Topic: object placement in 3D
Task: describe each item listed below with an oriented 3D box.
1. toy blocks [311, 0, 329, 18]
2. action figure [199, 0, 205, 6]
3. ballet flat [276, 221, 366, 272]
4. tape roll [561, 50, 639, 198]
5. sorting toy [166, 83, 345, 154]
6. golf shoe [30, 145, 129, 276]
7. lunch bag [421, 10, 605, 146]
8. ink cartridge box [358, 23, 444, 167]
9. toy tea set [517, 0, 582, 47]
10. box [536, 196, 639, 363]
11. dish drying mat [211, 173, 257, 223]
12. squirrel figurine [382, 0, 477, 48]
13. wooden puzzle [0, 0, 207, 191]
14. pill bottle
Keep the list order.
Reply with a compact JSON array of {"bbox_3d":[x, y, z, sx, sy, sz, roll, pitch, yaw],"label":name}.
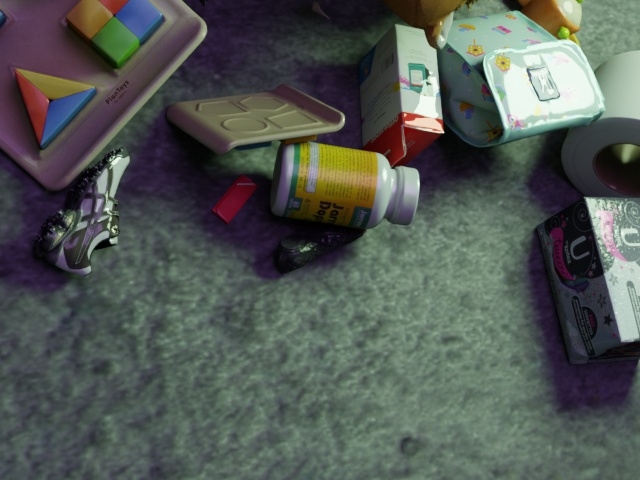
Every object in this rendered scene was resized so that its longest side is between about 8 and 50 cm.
[{"bbox_3d":[-0.079,-0.480,1.634,0.288,0.260,0.309,37,67,-2],"label":"toy blocks"},{"bbox_3d":[-0.304,-0.403,1.554,0.275,0.141,0.164,30,65,-3],"label":"action figure"},{"bbox_3d":[0.000,0.000,1.595,0.173,0.049,0.057,-20,48,-35],"label":"ballet flat"},{"bbox_3d":[0.556,-0.181,1.816,0.246,0.246,0.169,35,58,-9],"label":"tape roll"},{"bbox_3d":[-0.097,-0.176,1.557,0.208,0.193,0.038,-16,121,-28],"label":"sorting toy"},{"bbox_3d":[-0.307,-0.038,1.443,0.094,0.077,0.198,40,64,-19],"label":"golf shoe"},{"bbox_3d":[0.307,-0.258,1.726,0.223,0.160,0.262,-14,42,-28],"label":"lunch bag"},{"bbox_3d":[0.127,-0.209,1.683,0.078,0.134,0.231,8,67,-23],"label":"ink cartridge box"},{"bbox_3d":[0.391,-0.480,1.898,0.200,0.124,0.336,-11,71,-59],"label":"toy tea set"},{"bbox_3d":[0.483,0.065,1.737,0.163,0.142,0.247,0,69,-27],"label":"box"},{"bbox_3d":[-0.127,-0.063,1.571,0.032,0.008,0.083,41,57,-7],"label":"dish drying mat"},{"bbox_3d":[0.241,-0.458,1.645,0.281,0.397,0.370,42,82,6],"label":"squirrel figurine"},{"bbox_3d":[-0.381,-0.292,1.428,0.348,0.080,0.322,42,84,-3],"label":"wooden puzzle"},{"bbox_3d":[0.036,-0.080,1.571,0.208,0.117,0.118,8,65,-9],"label":"pill bottle"}]
